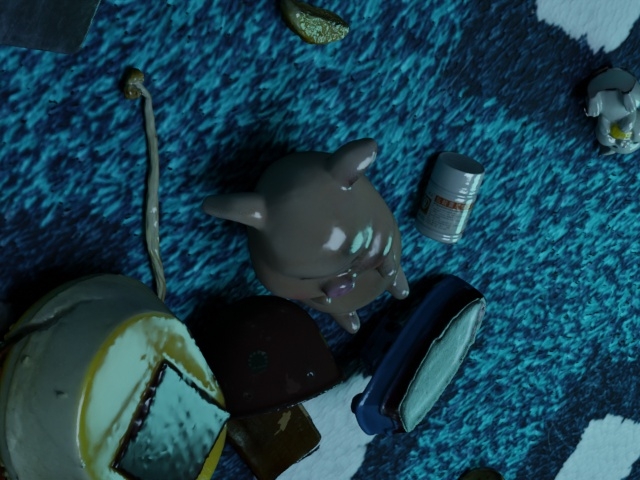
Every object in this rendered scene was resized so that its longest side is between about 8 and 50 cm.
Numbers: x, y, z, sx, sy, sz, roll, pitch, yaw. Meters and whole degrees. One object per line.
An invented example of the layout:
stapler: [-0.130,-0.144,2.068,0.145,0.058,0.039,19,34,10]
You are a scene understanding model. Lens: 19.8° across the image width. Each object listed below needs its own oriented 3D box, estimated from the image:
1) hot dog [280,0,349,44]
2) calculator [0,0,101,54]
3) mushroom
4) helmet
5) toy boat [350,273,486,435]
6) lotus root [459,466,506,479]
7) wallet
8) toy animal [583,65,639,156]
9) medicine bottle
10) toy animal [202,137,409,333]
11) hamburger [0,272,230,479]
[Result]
hot dog: [-0.010,-0.205,1.743,0.090,0.030,0.034,10,120,-51]
calculator: [-0.211,-0.271,1.475,0.161,0.021,0.262,5,116,-50]
mushroom: [-0.159,-0.046,1.722,0.028,0.026,0.286,-19,136,-16]
helmet: [-0.061,0.108,1.875,0.155,0.175,0.106,-15,98,-1]
toy boat: [0.104,0.125,2.093,0.223,0.097,0.100,-54,144,-27]
lotus root: [0.205,0.381,2.419,0.159,0.095,0.135,-49,148,5]
wallet: [-0.060,0.206,2.034,0.095,0.026,0.176,-41,142,-7]
toy animal: [0.350,-0.142,2.154,0.071,0.085,0.124,-18,126,8]
medicine bottle: [0.142,-0.047,2.019,0.057,0.057,0.089,-6,123,-45]
toy animal: [0.005,-0.011,1.818,0.166,0.154,0.250,-38,160,-2]
hamburger: [-0.206,0.162,1.739,0.227,0.151,0.295,-53,140,-27]
